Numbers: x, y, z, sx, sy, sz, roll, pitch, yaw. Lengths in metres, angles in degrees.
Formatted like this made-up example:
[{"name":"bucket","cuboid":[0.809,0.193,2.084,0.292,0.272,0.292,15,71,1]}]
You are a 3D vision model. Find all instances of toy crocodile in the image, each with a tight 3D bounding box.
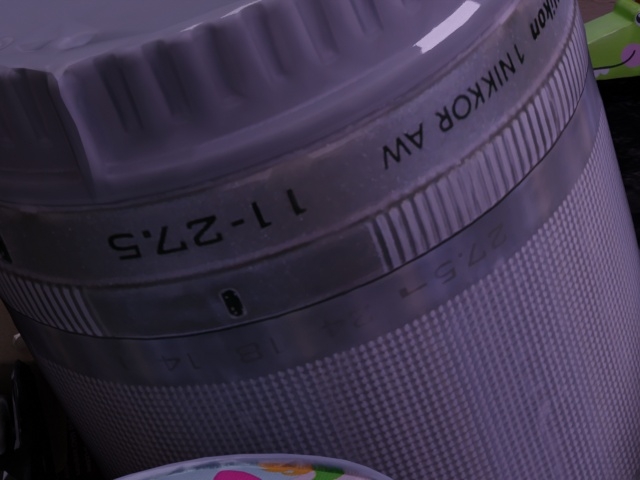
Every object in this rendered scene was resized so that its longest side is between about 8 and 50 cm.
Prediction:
[{"name":"toy crocodile","cuboid":[0.370,-0.189,1.224,0.340,0.105,0.115,-5,20,1]}]

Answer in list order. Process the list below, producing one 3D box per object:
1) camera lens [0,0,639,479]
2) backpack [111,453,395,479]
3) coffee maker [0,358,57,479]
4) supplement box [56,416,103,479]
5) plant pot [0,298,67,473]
[{"name":"camera lens","cuboid":[0.000,0.000,0.508,0.219,0.274,0.219,-15,33,10]},{"name":"backpack","cuboid":[-0.032,0.156,0.281,0.225,0.191,0.253,-16,19,-21]},{"name":"coffee maker","cuboid":[-0.179,0.127,0.474,0.178,0.120,0.171,-8,21,-7]},{"name":"supplement box","cuboid":[-0.177,0.075,0.683,0.239,0.073,0.130,-14,22,-21]},{"name":"plant pot","cuboid":[-0.154,0.032,0.575,0.109,0.109,0.096,2,-24,-16]}]
